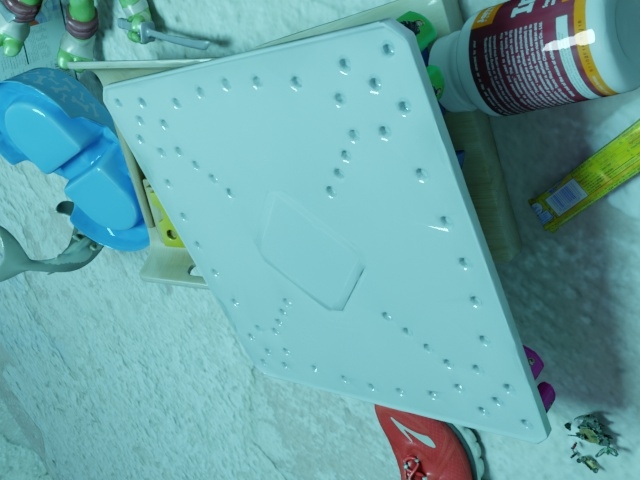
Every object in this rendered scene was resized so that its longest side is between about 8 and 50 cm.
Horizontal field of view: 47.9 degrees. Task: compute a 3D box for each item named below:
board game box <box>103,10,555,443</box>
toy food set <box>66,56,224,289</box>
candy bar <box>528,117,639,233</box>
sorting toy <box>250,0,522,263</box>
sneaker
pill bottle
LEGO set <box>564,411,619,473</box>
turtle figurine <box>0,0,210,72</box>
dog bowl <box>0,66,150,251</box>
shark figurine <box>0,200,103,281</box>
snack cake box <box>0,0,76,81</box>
[{"bbox_3d":[0.000,0.000,0.686,0.390,0.050,0.390,3,127,45],"label":"board game box"},{"bbox_3d":[-0.166,-0.073,0.868,0.219,0.092,0.306,4,122,23],"label":"toy food set"},{"bbox_3d":[0.228,-0.055,0.584,0.040,0.018,0.161,54,142,9],"label":"candy bar"},{"bbox_3d":[0.036,-0.083,0.709,0.257,0.089,0.256,-1,115,46],"label":"sorting toy"},{"bbox_3d":[0.135,0.302,0.848,0.107,0.118,0.279,-18,102,50],"label":"sneaker"},{"bbox_3d":[0.160,-0.141,0.542,0.152,0.086,0.086,-4,113,47],"label":"pill bottle"},{"bbox_3d":[0.269,0.196,0.717,0.054,0.023,0.083,41,152,21],"label":"LEGO set"},{"bbox_3d":[-0.312,-0.271,0.858,0.266,0.197,0.275,-30,87,57],"label":"turtle figurine"},{"bbox_3d":[-0.334,-0.116,1.017,0.166,0.074,0.297,-23,119,39],"label":"dog bowl"},{"bbox_3d":[-0.389,0.015,1.109,0.166,0.278,0.116,41,122,-10],"label":"shark figurine"},{"bbox_3d":[-0.450,-0.325,0.999,0.089,0.152,0.264,26,132,33],"label":"snack cake box"}]
